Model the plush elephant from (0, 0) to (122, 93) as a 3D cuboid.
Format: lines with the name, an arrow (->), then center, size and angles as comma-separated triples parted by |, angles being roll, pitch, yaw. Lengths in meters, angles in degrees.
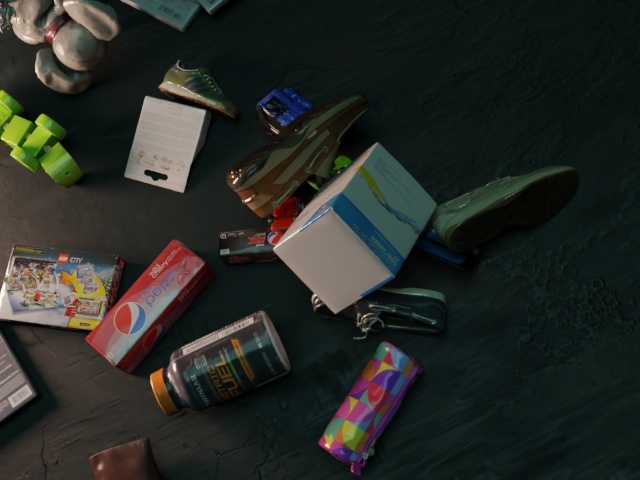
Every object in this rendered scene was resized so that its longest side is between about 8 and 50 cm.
plush elephant -> -0.540, -0.477, 2.091 | 0.272, 0.255, 0.330 | -35, 22, 37

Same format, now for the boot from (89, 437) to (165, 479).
boot -> -0.299, 0.459, 1.779 | 0.248, 0.090, 0.207 | -16, 71, 8

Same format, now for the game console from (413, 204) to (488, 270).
game console -> 0.240, -0.010, 1.857 | 0.144, 0.085, 0.124 | 24, 76, 16

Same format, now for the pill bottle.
pill bottle -> -0.190, 0.237, 1.820 | 0.245, 0.130, 0.131 | -25, 68, 1

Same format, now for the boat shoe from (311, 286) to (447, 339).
boat shoe -> 0.108, 0.137, 1.827 | 0.254, 0.095, 0.079 | 4, 60, 2

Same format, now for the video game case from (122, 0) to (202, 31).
video game case -> -0.336, -0.587, 2.198 | 0.212, 0.023, 0.193 | 29, 78, 19

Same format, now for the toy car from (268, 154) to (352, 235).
toy car -> -0.034, -0.099, 1.934 | 0.224, 0.053, 0.239 | -25, 40, -15

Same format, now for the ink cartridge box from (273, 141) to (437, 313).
ink cartridge box -> 0.067, -0.025, 1.753 | 0.168, 0.171, 0.233 | 46, 43, -10

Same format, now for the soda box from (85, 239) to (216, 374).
soda box -> -0.328, 0.128, 1.908 | 0.092, 0.083, 0.263 | 37, 81, 20

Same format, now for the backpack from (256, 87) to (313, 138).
backpack -> -0.058, -0.244, 1.987 | 0.101, 0.098, 0.120 | -42, 68, -10

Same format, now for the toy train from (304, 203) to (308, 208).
toy train -> 0.000, 0.000, 1.922 | 0.027, 0.036, 0.158 | -18, 65, -6

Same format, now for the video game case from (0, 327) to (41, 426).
video game case -> -0.705, 0.261, 1.958 | 0.196, 0.026, 0.274 | -36, 68, -4

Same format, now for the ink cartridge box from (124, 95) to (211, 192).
ink cartridge box -> -0.319, -0.201, 2.059 | 0.145, 0.045, 0.179 | 15, 92, 14

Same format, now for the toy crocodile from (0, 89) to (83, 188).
toy crocodile -> -0.640, -0.225, 2.089 | 0.340, 0.105, 0.115 | 30, 78, 23

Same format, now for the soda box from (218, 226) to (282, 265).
soda box -> -0.113, 0.009, 1.925 | 0.168, 0.060, 0.053 | -5, 67, 9

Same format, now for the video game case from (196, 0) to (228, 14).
video game case -> -0.223, -0.618, 2.164 | 0.201, 0.023, 0.183 | -42, 69, -5

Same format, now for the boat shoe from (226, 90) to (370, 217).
boat shoe -> -0.031, -0.164, 1.876 | 0.324, 0.122, 0.120 | -38, 107, -18

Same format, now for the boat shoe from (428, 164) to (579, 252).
boat shoe -> 0.347, -0.078, 1.846 | 0.302, 0.109, 0.098 | -25, 42, -13

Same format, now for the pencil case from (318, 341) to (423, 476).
pencil case -> 0.094, 0.302, 1.765 | 0.104, 0.104, 0.236 | 27, 78, 18

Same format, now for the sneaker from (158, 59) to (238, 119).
sneaker -> -0.247, -0.326, 2.065 | 0.192, 0.064, 0.086 | 22, 81, 20

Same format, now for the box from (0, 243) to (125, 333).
box -> -0.525, 0.098, 1.974 | 0.233, 0.044, 0.159 | 6, 72, 12
